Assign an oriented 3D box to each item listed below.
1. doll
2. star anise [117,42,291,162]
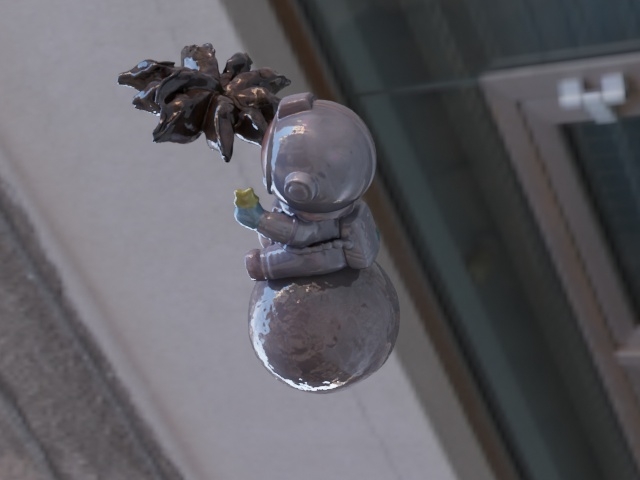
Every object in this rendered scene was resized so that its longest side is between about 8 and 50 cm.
[{"bbox_3d":[0.000,0.000,1.404,0.151,0.151,0.287,-40,-43,-46],"label":"doll"},{"bbox_3d":[-0.100,-0.145,1.545,0.182,0.195,0.065,-4,-52,-29],"label":"star anise"}]
